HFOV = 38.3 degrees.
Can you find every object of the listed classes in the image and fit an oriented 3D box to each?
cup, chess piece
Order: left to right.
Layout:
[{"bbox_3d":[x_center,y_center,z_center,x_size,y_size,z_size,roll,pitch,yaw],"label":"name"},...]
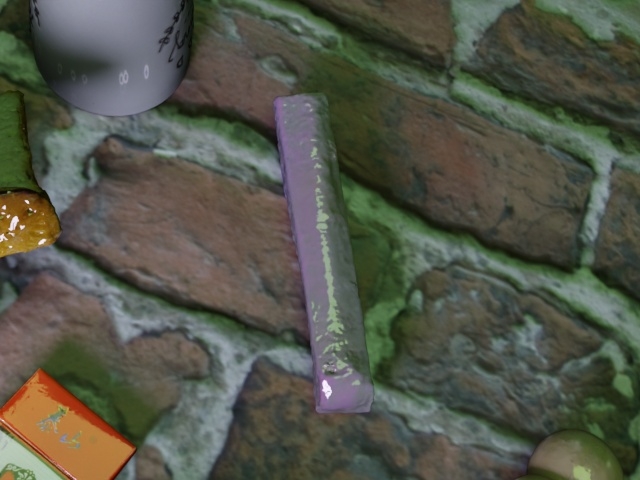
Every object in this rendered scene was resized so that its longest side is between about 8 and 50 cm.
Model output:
[{"bbox_3d":[-0.223,-0.305,1.029,0.186,0.234,0.258,13,67,-8],"label":"cup"},{"bbox_3d":[0.230,0.317,0.974,0.143,0.143,0.261,40,61,4],"label":"chess piece"}]

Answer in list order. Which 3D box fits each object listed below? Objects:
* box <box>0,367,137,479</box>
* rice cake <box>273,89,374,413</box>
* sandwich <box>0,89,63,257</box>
[{"bbox_3d":[-0.314,0.264,0.920,0.139,0.035,0.245,39,69,4],"label":"box"},{"bbox_3d":[0.000,0.000,1.059,0.070,0.064,0.399,-7,73,-8],"label":"rice cake"},{"bbox_3d":[-0.392,-0.060,0.922,0.226,0.087,0.251,-9,34,-20],"label":"sandwich"}]
